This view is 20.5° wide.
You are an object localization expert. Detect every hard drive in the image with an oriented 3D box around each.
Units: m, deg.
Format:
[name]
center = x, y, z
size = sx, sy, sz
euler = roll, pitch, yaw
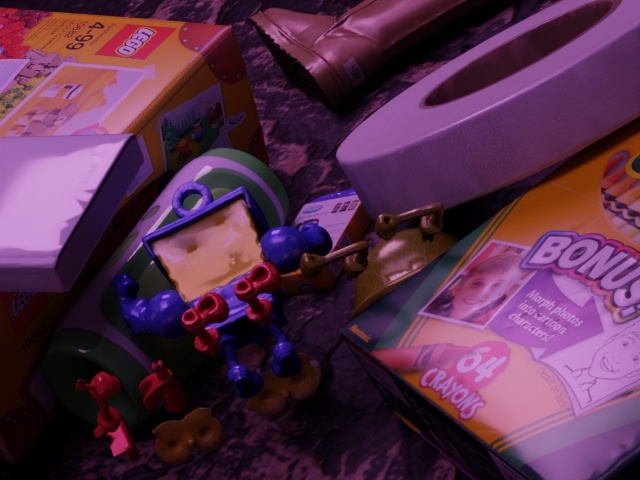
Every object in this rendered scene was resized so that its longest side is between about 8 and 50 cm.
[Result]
[hard drive]
center = -0.340, -0.027, 1.632
size = 0.307, 0.040, 0.203
euler = -1, 37, 20

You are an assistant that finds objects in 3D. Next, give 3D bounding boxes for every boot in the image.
[boot]
center = 0.075, -0.273, 2.067
size = 0.269, 0.089, 0.236
euler = -36, 38, -7

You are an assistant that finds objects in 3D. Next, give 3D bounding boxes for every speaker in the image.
[speaker]
center = -0.144, 0.043, 1.709
size = 0.131, 0.131, 0.296
euler = -6, 37, 40

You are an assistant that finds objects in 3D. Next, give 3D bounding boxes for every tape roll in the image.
[tape roll]
center = 0.198, -0.142, 1.618
size = 0.392, 0.072, 0.392
euler = -29, 10, 5

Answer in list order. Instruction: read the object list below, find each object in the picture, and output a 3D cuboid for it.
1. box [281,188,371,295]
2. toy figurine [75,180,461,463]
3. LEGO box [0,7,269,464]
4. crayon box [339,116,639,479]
[box]
center = 0.000, 0.000, 1.750
size = 0.081, 0.028, 0.136
euler = -9, 33, 37
[toy figurine]
center = -0.066, 0.009, 1.540
size = 0.362, 0.191, 0.217
euler = -29, 55, 3
[LEGO box]
center = -0.345, -0.030, 1.843
size = 0.372, 0.193, 0.500
euler = 8, 40, 29
[crayon box]
center = 0.229, 0.064, 1.321
size = 0.313, 0.106, 0.363
euler = -37, 27, -10
